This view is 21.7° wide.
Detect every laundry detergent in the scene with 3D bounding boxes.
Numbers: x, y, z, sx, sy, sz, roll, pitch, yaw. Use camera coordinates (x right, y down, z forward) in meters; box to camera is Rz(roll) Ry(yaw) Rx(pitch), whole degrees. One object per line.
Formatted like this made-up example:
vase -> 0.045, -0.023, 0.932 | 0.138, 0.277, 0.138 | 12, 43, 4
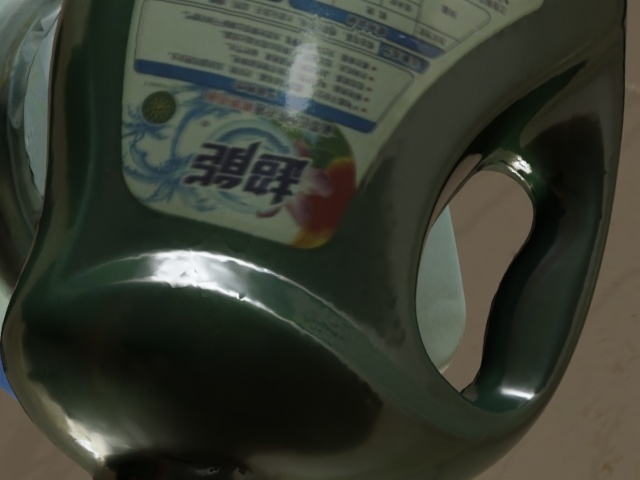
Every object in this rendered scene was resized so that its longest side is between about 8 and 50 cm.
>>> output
laundry detergent -> 0.000, 0.000, 0.393 | 0.144, 0.078, 0.222 | 17, -115, -15

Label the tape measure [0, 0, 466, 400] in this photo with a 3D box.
tape measure -> -0.065, -0.029, 0.846 | 0.262, 0.138, 0.259 | -6, -111, -31
